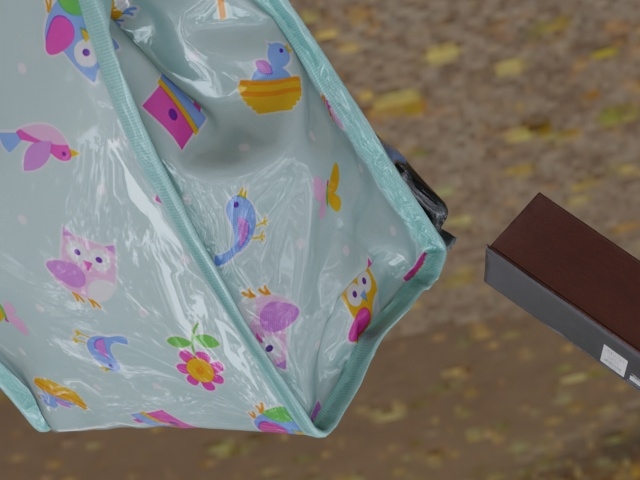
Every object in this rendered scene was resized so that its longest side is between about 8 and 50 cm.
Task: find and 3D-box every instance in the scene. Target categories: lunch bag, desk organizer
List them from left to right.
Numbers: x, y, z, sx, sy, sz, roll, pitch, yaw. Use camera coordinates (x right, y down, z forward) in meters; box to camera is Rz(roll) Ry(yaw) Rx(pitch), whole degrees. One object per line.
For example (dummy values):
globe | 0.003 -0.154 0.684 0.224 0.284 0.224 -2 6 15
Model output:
lunch bag | -0.103 -0.044 0.931 0.223 0.262 0.160 -6 -144 44
desk organizer | 0.162 0.033 1.171 0.050 0.130 0.047 -47 159 -19

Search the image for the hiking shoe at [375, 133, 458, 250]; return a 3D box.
hiking shoe | -0.016 -0.048 1.275 0.132 0.113 0.304 28 -168 25
